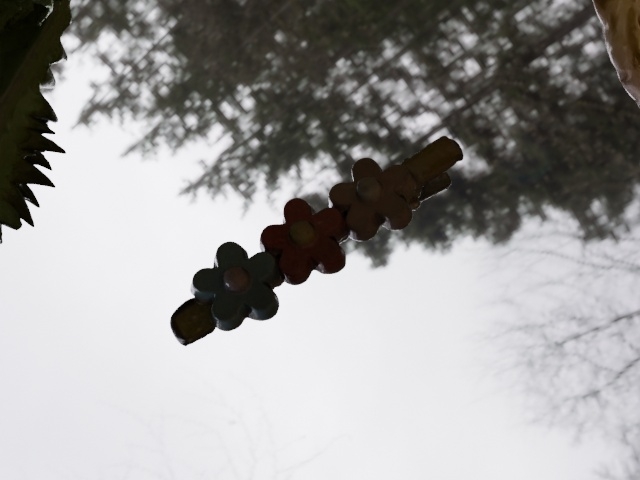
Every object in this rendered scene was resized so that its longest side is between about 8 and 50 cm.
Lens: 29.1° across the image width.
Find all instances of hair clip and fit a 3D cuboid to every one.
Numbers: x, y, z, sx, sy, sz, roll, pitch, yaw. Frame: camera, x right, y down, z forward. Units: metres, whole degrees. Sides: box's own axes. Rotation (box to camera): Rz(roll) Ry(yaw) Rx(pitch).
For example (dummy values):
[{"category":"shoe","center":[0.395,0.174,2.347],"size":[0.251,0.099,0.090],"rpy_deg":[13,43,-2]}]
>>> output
[{"category":"hair clip","center":[0.000,-0.004,0.764],"size":[0.214,0.056,0.062],"rpy_deg":[-30,-118,-15]}]

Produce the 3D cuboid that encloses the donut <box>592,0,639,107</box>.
[{"category":"donut","center":[0.353,-0.143,0.487],"size":[0.435,0.163,0.377],"rpy_deg":[-39,-117,-22]}]

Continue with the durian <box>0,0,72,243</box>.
[{"category":"durian","center":[-0.195,-0.149,0.591],"size":[0.157,0.355,0.169],"rpy_deg":[3,-155,-2]}]
